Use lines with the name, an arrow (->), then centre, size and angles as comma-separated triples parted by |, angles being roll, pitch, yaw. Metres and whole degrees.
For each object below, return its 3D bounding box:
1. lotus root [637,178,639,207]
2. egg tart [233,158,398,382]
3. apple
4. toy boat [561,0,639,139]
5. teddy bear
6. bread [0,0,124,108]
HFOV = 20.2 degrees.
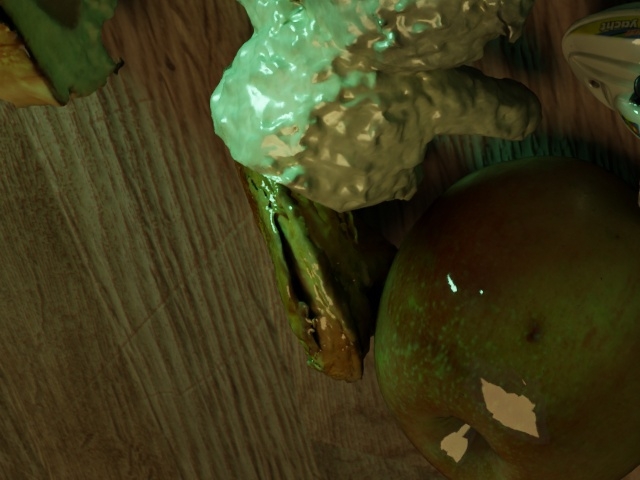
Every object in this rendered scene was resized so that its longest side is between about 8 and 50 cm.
lotus root -> 0.343, -0.053, 1.566 | 0.122, 0.081, 0.112 | 0, 138, 34
egg tart -> 0.000, 0.000, 1.792 | 0.297, 0.132, 0.297 | 64, 177, 6
apple -> 0.200, 0.095, 1.686 | 0.319, 0.277, 0.319 | 20, 146, 15
toy boat -> 0.326, -0.123, 1.446 | 0.269, 0.141, 0.141 | -3, 136, 18
teddy bear -> 0.064, -0.209, 1.549 | 0.327, 0.375, 0.362 | 29, 104, 0
bread -> -0.258, -0.238, 1.666 | 0.211, 0.184, 0.224 | 34, 148, -10
